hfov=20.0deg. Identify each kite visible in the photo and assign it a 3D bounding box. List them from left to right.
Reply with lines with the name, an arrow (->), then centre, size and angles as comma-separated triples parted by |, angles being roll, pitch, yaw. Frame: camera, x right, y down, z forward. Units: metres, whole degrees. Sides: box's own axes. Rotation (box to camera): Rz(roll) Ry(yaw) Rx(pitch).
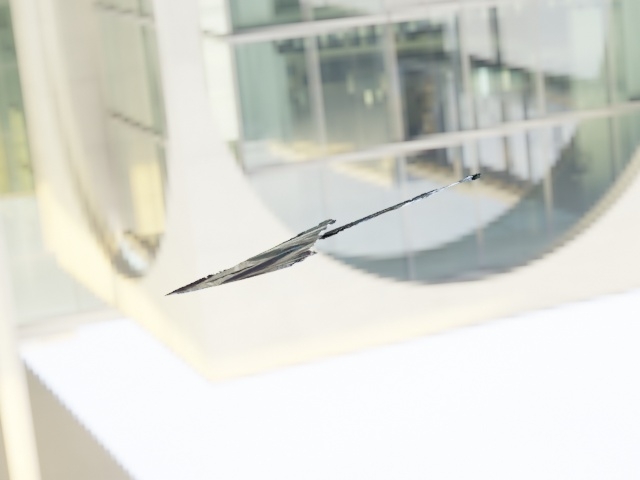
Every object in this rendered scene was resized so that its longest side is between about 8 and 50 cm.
kite -> 0.000, -0.001, 0.807 | 0.153, 0.005, 0.137 | -22, -174, 9
